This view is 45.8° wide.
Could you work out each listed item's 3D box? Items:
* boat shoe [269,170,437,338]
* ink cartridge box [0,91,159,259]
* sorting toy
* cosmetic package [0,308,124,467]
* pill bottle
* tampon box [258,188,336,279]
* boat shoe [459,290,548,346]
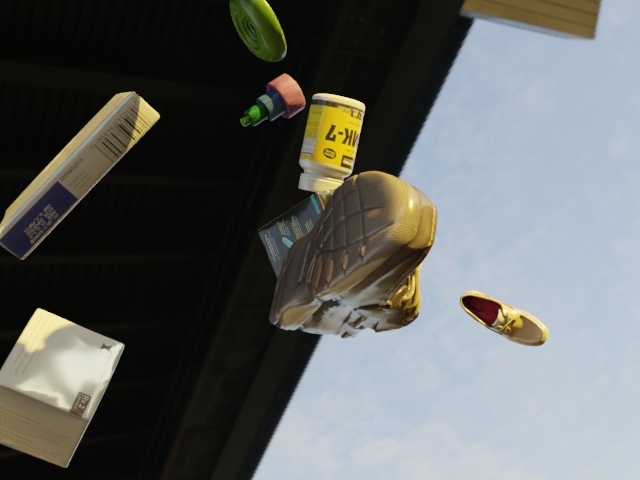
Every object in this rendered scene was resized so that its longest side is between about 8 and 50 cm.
[{"bbox_3d":[0.051,0.028,0.828,0.130,0.132,0.355,18,-19,-14],"label":"boat shoe"},{"bbox_3d":[-0.436,-0.128,1.354,0.071,0.330,0.324,44,-96,-19],"label":"ink cartridge box"},{"bbox_3d":[-0.144,-0.323,1.140,0.126,0.127,0.365,-35,-54,-16],"label":"sorting toy"},{"bbox_3d":[-0.428,0.238,1.209,0.151,0.151,0.183,25,-47,-11],"label":"cosmetic package"},{"bbox_3d":[0.020,-0.205,1.651,0.119,0.119,0.208,9,-86,-40],"label":"pill bottle"},{"bbox_3d":[0.000,0.000,1.223,0.101,0.120,0.161,-13,-12,-45],"label":"tampon box"},{"bbox_3d":[0.325,0.143,1.368,0.059,0.170,0.063,9,-76,-63],"label":"boat shoe"}]
